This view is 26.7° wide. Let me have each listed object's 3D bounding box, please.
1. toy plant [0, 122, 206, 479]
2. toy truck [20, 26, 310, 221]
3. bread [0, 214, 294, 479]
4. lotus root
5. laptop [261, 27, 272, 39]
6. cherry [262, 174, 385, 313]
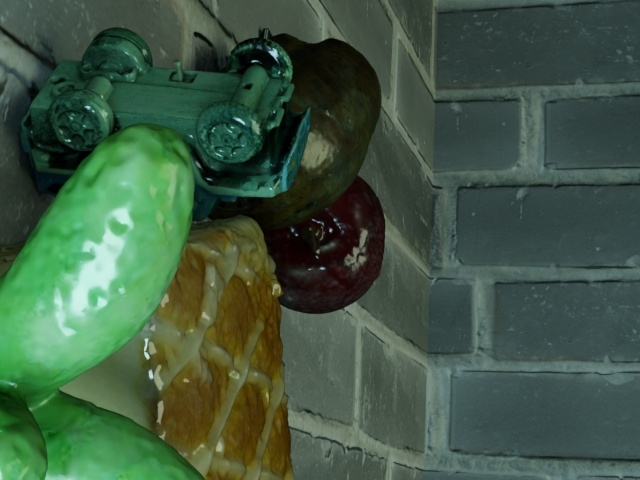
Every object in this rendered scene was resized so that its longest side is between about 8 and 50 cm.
[{"bbox_3d":[-0.245,0.082,0.877,0.210,0.356,0.317,-41,130,-61],"label":"toy plant"},{"bbox_3d":[-0.153,-0.113,1.362,0.155,0.279,0.156,-73,166,-50],"label":"toy truck"},{"bbox_3d":[-0.189,0.178,1.214,0.390,0.279,0.371,-25,112,-74],"label":"bread"},{"bbox_3d":[-0.056,-0.141,1.843,0.346,0.250,0.250,-49,137,-61],"label":"lotus root"},{"bbox_3d":[-0.082,-0.230,2.142,0.129,0.016,0.180,58,33,-63],"label":"laptop"},{"bbox_3d":[0.000,0.000,2.096,0.300,0.203,0.230,82,7,-84],"label":"cherry"}]
